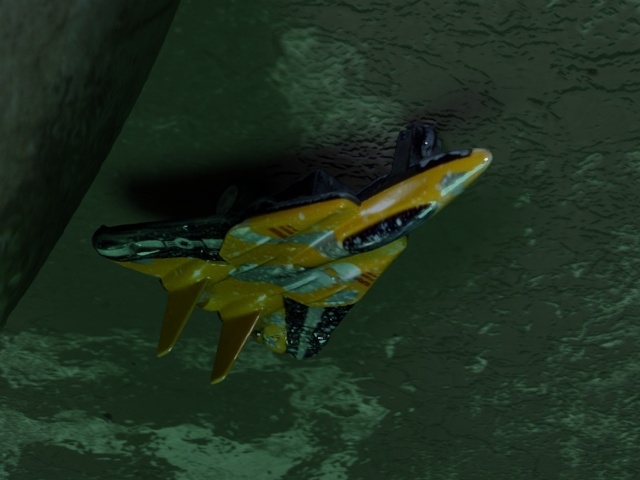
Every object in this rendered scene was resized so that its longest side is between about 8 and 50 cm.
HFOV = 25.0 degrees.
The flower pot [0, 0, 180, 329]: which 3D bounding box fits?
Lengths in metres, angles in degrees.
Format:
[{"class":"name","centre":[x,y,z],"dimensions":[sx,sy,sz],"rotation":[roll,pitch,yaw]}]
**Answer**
[{"class":"flower pot","centre":[-0.219,-0.120,0.694],"dimensions":[0.294,0.330,0.293],"rotation":[9,144,7]}]

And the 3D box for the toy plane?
[{"class":"toy plane","centre":[0.001,-0.010,0.989],"dimensions":[0.204,0.103,0.316],"rotation":[31,134,-28]}]
